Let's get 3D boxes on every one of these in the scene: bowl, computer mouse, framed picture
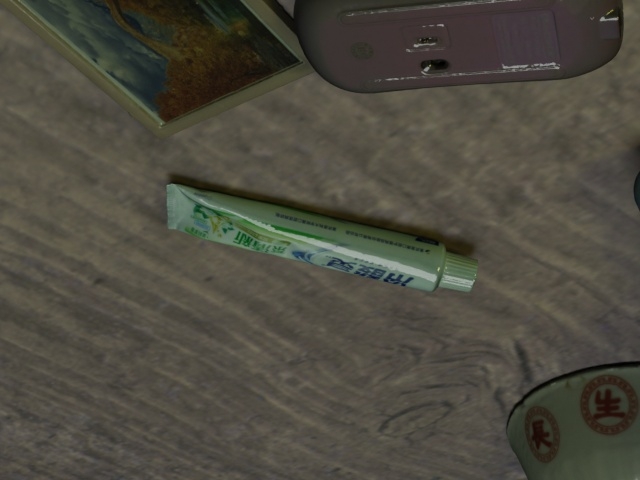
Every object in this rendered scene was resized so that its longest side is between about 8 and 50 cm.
[{"bbox_3d":[0.377,0.288,1.278,0.337,0.157,0.337,6,144,5],"label":"bowl"},{"bbox_3d":[0.096,-0.158,0.802,0.232,0.057,0.120,-3,143,19],"label":"computer mouse"},{"bbox_3d":[-0.139,-0.181,0.855,0.184,0.016,0.250,-18,136,32],"label":"framed picture"}]

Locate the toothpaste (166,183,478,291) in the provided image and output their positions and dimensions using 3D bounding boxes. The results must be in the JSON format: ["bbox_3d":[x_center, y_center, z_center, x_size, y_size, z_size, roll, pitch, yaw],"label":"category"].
[{"bbox_3d":[0.000,0.000,1.055,0.297,0.048,0.074,13,147,0],"label":"toothpaste"}]

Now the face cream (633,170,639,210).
[{"bbox_3d":[0.369,0.052,1.017,0.136,0.086,0.385,-25,138,17],"label":"face cream"}]
